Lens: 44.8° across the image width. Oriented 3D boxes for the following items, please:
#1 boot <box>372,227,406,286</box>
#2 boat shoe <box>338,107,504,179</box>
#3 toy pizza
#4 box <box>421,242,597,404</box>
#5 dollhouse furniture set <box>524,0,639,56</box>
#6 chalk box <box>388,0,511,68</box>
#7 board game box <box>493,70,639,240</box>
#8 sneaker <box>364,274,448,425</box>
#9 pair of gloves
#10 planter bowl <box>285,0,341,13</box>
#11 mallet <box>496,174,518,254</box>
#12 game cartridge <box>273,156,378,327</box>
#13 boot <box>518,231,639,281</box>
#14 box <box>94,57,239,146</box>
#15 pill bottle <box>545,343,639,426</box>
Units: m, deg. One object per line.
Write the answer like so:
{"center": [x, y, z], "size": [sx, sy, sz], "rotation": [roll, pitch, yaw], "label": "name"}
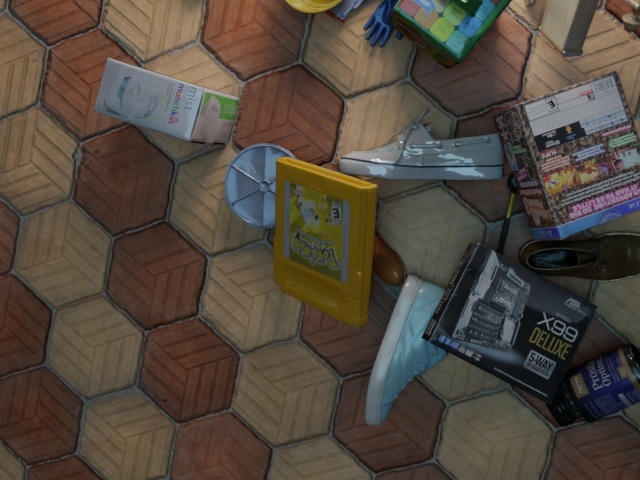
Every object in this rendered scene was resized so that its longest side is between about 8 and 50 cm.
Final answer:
{"center": [0.121, 0.031, 1.755], "size": [0.073, 0.152, 0.197], "rotation": [-36, 89, 12], "label": "boot"}
{"center": [0.224, -0.213, 1.722], "size": [0.367, 0.136, 0.156], "rotation": [1, 96, 7], "label": "boat shoe"}
{"center": [-0.130, -0.130, 1.848], "size": [0.201, 0.032, 0.201], "rotation": [1, 95, 10], "label": "toy pizza"}
{"center": [0.414, 0.180, 1.702], "size": [0.307, 0.076, 0.242], "rotation": [28, 87, -5], "label": "box"}
{"center": [0.655, -0.508, 1.631], "size": [0.356, 0.303, 0.173], "rotation": [-7, 135, -15], "label": "dollhouse furniture set"}
{"center": [0.266, -0.481, 1.596], "size": [0.180, 0.289, 0.179], "rotation": [38, 100, -3], "label": "chalk box"}
{"center": [0.534, -0.173, 1.633], "size": [0.232, 0.141, 0.291], "rotation": [-19, 92, -7], "label": "board game box"}
{"center": [0.208, 0.271, 1.774], "size": [0.150, 0.135, 0.365], "rotation": [19, 100, 11], "label": "sneaker"}
{"center": [0.120, -0.539, 1.766], "size": [0.198, 0.023, 0.159], "rotation": [36, 103, 6], "label": "pair of gloves"}
{"center": [0.014, -0.603, 1.732], "size": [0.217, 0.090, 0.217], "rotation": [-1, 88, 28], "label": "planter bowl"}
{"center": [0.426, -0.062, 1.754], "size": [0.039, 0.062, 0.189], "rotation": [13, 113, 14], "label": "mallet"}
{"center": [0.000, 0.000, 1.723], "size": [0.285, 0.053, 0.323], "rotation": [22, 116, 42], "label": "game cartridge"}
{"center": [0.594, 0.041, 1.690], "size": [0.305, 0.115, 0.112], "rotation": [-3, 93, 9], "label": "boot"}
{"center": [-0.338, -0.304, 1.753], "size": [0.231, 0.262, 0.126], "rotation": [18, 98, 9], "label": "box"}
{"center": [0.609, 0.324, 1.701], "size": [0.219, 0.123, 0.122], "rotation": [-32, 89, 25], "label": "pill bottle"}
